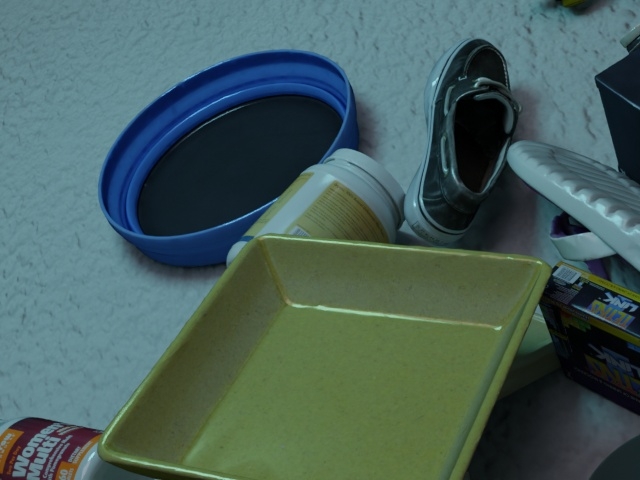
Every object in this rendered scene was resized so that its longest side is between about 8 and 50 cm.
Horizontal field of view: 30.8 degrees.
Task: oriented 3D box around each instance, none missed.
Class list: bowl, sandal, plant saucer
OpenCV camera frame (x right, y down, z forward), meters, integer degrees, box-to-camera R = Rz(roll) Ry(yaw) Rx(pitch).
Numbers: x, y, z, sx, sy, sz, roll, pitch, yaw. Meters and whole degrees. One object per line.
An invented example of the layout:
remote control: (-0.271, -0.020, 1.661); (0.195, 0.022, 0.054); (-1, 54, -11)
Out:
bowl: (-0.126, -0.120, 1.652); (0.391, 0.077, 0.391); (-16, 41, 15)
sandal: (0.311, 0.002, 1.238); (0.102, 0.169, 0.416); (-67, 29, 18)
plant saucer: (0.017, 0.131, 1.077); (0.333, 0.081, 0.333); (6, 39, 26)

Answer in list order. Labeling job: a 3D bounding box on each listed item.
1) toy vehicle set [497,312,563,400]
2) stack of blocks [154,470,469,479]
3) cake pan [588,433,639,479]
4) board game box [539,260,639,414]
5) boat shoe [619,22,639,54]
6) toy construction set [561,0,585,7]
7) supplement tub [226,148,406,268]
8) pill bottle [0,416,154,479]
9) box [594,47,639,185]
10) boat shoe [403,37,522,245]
toy vehicle set: (0.119, 0.093, 1.248); (0.166, 0.035, 0.267); (-18, 27, -40)
stack of blocks: (-0.023, 0.253, 1.131); (0.297, 0.087, 0.171); (-28, 37, -20)
cake pan: (0.336, 0.257, 0.947); (0.293, 0.054, 0.293); (-7, 39, 6)
board game box: (0.296, 0.107, 1.110); (0.048, 0.141, 0.170); (-43, 41, -19)
boat shoe: (0.484, -0.288, 1.511); (0.206, 0.075, 0.065); (-33, 82, -14)
toy construction set: (0.378, -0.470, 1.656); (0.237, 0.257, 0.309); (-24, 17, 24)
supplement tub: (0.000, 0.000, 1.395); (0.144, 0.144, 0.199); (21, 59, 43)
pill bottle: (-0.305, 0.263, 1.306); (0.221, 0.121, 0.121); (4, 49, 33)
box: (0.411, -0.149, 1.309); (0.158, 0.156, 0.093); (-33, 40, -5)
boat shoe: (0.196, -0.140, 1.425); (0.119, 0.121, 0.335); (-41, 27, 47)
